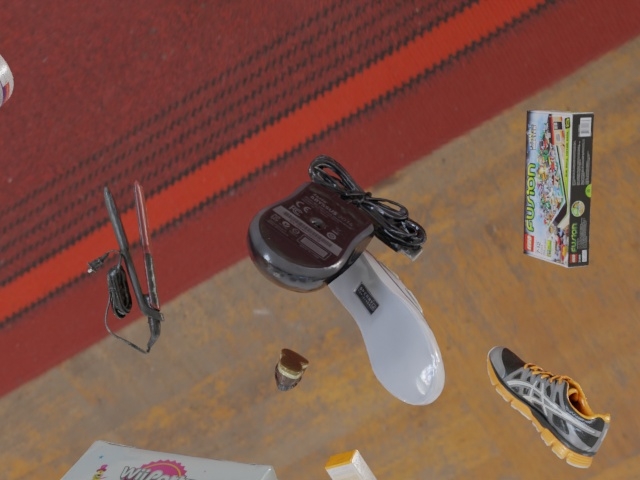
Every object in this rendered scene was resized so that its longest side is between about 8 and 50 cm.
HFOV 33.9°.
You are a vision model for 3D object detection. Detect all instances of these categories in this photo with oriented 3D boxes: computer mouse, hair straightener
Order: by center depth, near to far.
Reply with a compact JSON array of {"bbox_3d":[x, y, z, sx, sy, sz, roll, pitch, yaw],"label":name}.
[{"bbox_3d":[0.000,0.000,1.293,0.188,0.272,0.072,39,124,13],"label":"computer mouse"},{"bbox_3d":[-0.262,0.039,1.390,0.089,0.047,0.230,-10,89,-5],"label":"hair straightener"}]

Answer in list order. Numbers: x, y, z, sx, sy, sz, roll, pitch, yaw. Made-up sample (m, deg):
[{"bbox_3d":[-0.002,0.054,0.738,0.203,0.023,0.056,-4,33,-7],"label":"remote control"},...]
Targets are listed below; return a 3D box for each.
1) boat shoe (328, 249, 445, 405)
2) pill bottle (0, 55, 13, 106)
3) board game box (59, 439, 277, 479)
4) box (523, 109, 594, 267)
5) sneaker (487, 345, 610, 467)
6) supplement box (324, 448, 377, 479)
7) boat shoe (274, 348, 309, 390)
[{"bbox_3d":[0.097,0.102,1.326,0.084,0.258,0.095,20,123,-44],"label":"boat shoe"},{"bbox_3d":[-0.495,-0.173,1.363,0.108,0.193,0.108,13,133,14],"label":"pill bottle"},{"bbox_3d":[-0.114,0.352,1.044,0.224,0.097,0.303,0,121,32],"label":"board game box"},{"bbox_3d":[0.326,-0.074,1.443,0.036,0.114,0.207,-4,100,-21],"label":"box"},{"bbox_3d":[0.319,0.217,1.467,0.084,0.215,0.083,8,122,-50],"label":"sneaker"},{"bbox_3d":[0.062,0.437,1.929,0.062,0.036,0.098,-22,108,32],"label":"supplement box"},{"bbox_3d":[-0.056,0.225,1.820,0.056,0.152,0.049,28,96,5],"label":"boat shoe"}]
